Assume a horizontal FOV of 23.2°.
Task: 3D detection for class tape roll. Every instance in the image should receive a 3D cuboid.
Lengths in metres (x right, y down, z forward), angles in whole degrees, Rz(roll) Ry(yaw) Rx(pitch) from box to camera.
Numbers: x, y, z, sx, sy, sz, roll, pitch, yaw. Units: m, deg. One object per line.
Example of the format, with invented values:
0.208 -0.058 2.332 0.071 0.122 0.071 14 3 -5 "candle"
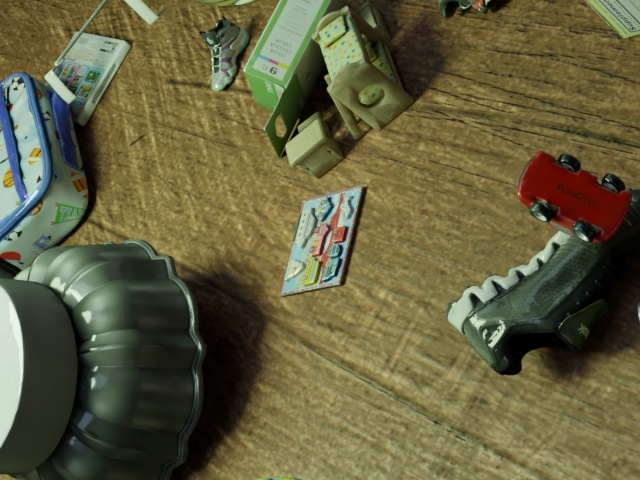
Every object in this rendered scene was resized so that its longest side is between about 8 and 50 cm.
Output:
-0.362 0.150 1.736 0.219 0.072 0.219 -11 75 44 "tape roll"

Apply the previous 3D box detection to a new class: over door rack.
-0.297 -0.391 2.269 0.239 0.108 0.324 -36 30 41 "over door rack"

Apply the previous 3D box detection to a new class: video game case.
-0.365 -0.247 2.368 0.157 0.019 0.143 18 77 51 "video game case"

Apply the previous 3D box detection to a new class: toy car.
0.298 0.026 1.359 0.239 0.053 0.225 -5 73 3 "toy car"

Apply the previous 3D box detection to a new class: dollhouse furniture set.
0.002 -0.197 1.857 0.161 0.101 0.182 -38 40 21 "dollhouse furniture set"

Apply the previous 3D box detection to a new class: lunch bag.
-0.448 -0.097 2.257 0.243 0.115 0.303 -42 43 20 "lunch bag"

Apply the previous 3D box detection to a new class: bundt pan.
-0.281 0.153 1.793 0.331 0.124 0.330 -9 77 45 "bundt pan"

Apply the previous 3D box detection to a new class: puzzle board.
0.000 0.000 1.783 0.096 0.011 0.128 -12 53 42 "puzzle board"

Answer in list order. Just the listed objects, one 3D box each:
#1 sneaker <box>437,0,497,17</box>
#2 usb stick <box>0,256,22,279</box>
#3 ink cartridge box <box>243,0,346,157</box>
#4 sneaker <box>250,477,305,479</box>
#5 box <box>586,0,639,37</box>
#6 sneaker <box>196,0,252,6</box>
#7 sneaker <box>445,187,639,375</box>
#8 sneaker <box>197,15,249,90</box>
0.197 -0.290 1.770 0.158 0.061 0.065 -13 80 43 "sneaker"
-0.440 0.047 2.005 0.077 0.278 0.045 -49 38 8 "usb stick"
-0.039 -0.218 1.903 0.062 0.109 0.209 23 78 12 "ink cartridge box"
-0.080 0.302 1.606 0.188 0.067 0.078 -36 62 20 "sneaker"
0.387 -0.337 1.531 0.243 0.117 0.213 -8 57 43 "box"
-0.120 -0.426 2.020 0.410 0.182 0.158 -32 66 57 "sneaker"
0.235 0.046 1.440 0.234 0.078 0.106 -35 57 12 "sneaker"
-0.140 -0.254 2.084 0.038 0.069 0.098 -6 58 46 "sneaker"
